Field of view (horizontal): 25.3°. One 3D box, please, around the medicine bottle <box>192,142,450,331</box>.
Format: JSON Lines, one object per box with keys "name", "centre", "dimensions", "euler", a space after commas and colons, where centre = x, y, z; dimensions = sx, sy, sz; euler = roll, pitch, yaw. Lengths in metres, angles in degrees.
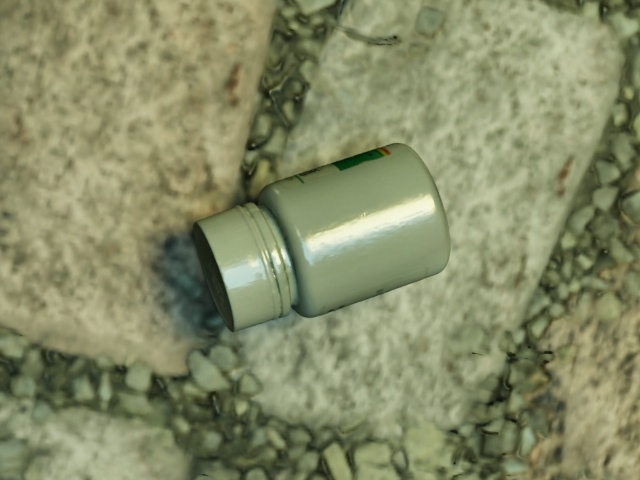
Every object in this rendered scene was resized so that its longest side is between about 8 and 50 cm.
{"name": "medicine bottle", "centre": [0.000, 0.000, 0.801], "dimensions": [0.130, 0.080, 0.080], "euler": [-18, 102, -12]}
